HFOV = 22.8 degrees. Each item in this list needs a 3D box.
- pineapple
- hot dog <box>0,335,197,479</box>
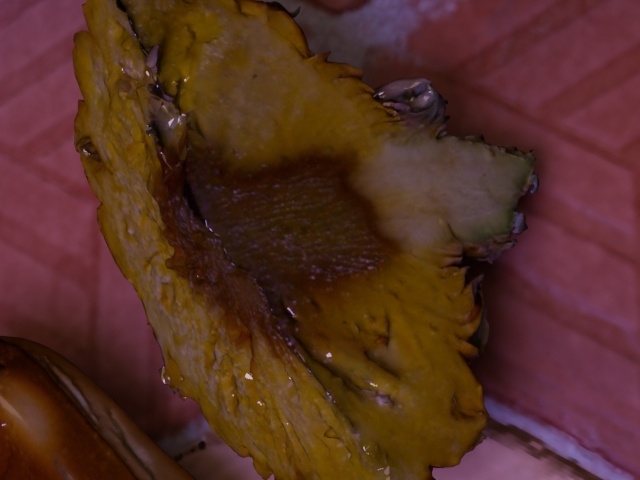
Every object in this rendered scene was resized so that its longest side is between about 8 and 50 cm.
[{"bbox_3d":[-0.004,-0.005,0.682,0.164,0.140,0.249,-33,83,-34],"label":"pineapple"},{"bbox_3d":[-0.079,0.168,0.657,0.135,0.100,0.337,-44,70,-4],"label":"hot dog"}]
